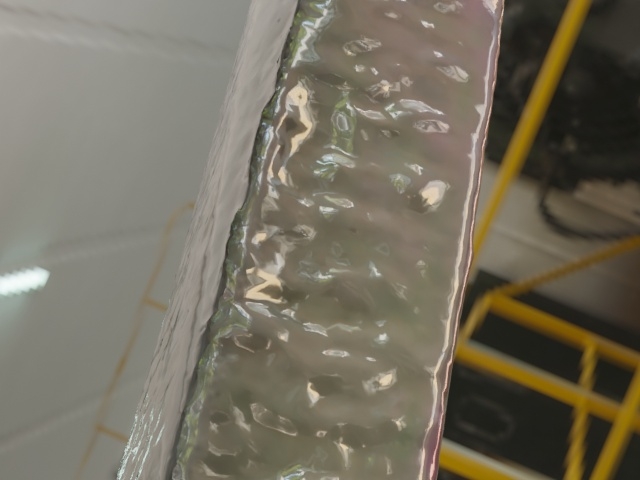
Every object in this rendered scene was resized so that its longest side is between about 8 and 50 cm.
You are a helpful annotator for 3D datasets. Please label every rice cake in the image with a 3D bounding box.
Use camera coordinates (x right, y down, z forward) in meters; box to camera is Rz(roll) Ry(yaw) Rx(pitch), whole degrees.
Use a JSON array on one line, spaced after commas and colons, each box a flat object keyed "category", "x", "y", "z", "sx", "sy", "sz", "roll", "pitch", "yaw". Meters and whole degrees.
[{"category": "rice cake", "x": 0.000, "y": 0.000, "z": 0.390, "sx": 0.072, "sy": 0.056, "sz": 0.365, "roll": 127, "pitch": 160, "yaw": -50}]
